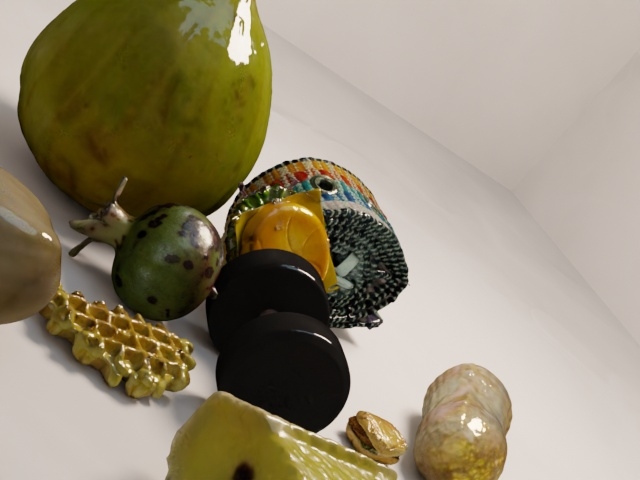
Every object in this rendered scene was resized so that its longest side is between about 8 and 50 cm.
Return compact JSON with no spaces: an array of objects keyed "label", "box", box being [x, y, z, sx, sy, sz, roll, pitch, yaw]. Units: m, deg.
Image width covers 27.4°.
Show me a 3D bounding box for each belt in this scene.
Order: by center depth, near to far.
[{"label":"belt","box":[0.000,0.000,1.908,0.295,0.207,0.160,23,25,-45]}]

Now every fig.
[{"label":"fig","box":[-0.211,-0.193,1.686,0.343,0.343,0.343,37,16,-12]}]

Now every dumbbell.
[{"label":"dumbbell","box":[-0.053,0.121,1.542,0.152,0.152,0.218,34,17,-23]}]

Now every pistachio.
[{"label":"pistachio","box":[-0.350,-0.012,1.245,0.238,0.137,0.153,41,50,5]}]

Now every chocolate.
[{"label":"chocolate","box":[0.198,0.255,1.813,0.134,0.134,0.309,41,15,1]}]

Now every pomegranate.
[{"label":"pomegranate","box":[-0.196,0.016,1.543,0.169,0.148,0.148,32,13,15]}]

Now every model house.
[{"label":"model house","box":[-0.022,0.245,1.224,0.193,0.175,0.234,29,22,-35]}]

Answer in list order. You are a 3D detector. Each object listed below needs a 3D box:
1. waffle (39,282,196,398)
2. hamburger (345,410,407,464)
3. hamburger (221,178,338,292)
[{"label":"waffle","box":[-0.219,0.100,1.408,0.192,0.046,0.160,39,17,-6]},{"label":"hamburger","box":[0.070,0.252,1.674,0.083,0.044,0.076,26,23,-37]},{"label":"hamburger","box":[-0.061,0.016,1.695,0.164,0.189,0.093,-7,6,-34]}]
